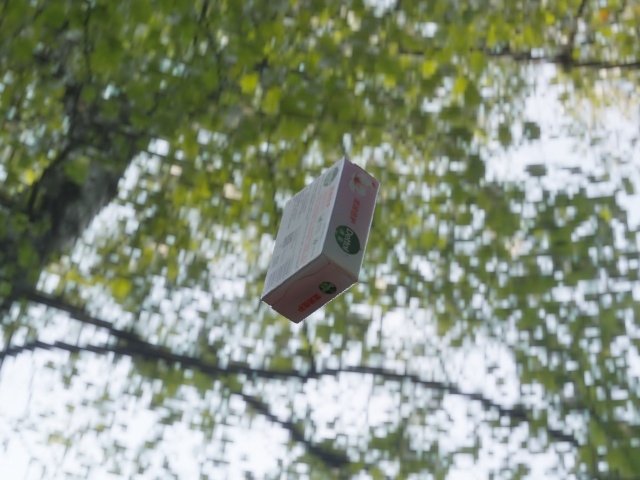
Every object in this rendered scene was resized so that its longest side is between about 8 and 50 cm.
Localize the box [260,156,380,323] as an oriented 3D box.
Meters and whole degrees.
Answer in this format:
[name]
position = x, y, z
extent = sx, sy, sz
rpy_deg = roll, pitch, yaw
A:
[box]
position = 0.000, 0.000, 1.485
extent = 0.043, 0.125, 0.089
rpy_deg = 35, -46, -21
